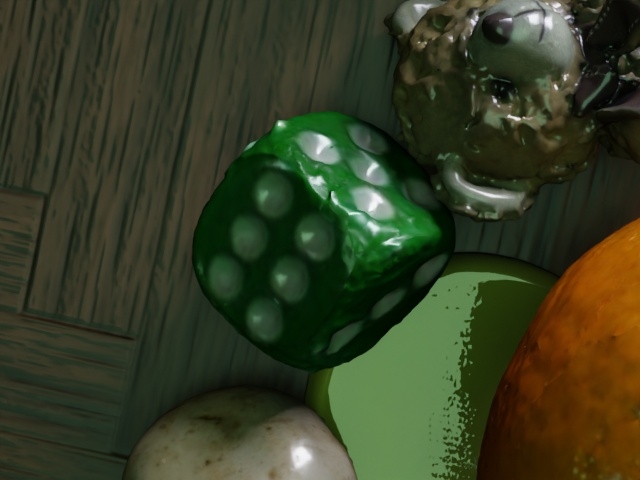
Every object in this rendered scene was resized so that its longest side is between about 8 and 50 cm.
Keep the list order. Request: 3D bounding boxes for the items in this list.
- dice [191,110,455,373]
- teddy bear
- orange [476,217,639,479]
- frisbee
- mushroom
[{"bbox_3d":[0.000,0.000,1.252,0.131,0.120,0.128,48,122,20],"label":"dice"},{"bbox_3d":[0.165,-0.126,1.243,0.256,0.156,0.267,-19,54,3],"label":"teddy bear"},{"bbox_3d":[0.292,0.166,1.164,0.424,0.326,0.424,-2,105,-8],"label":"orange"},{"bbox_3d":[0.105,0.125,1.325,0.236,0.017,0.236,0,93,2],"label":"frisbee"},{"bbox_3d":[-0.053,0.177,1.278,0.166,0.127,0.166,-8,59,13],"label":"mushroom"}]
